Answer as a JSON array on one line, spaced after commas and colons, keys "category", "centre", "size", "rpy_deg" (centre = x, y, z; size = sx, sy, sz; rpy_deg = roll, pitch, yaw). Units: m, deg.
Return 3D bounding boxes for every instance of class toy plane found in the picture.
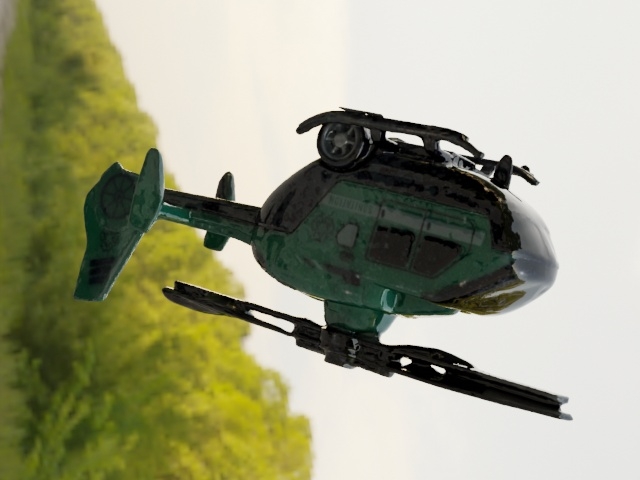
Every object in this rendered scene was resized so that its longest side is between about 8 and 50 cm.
[{"category": "toy plane", "centre": [0.000, 0.000, 0.861], "size": [0.106, 0.381, 0.155], "rpy_deg": [20, 84, -61]}]
